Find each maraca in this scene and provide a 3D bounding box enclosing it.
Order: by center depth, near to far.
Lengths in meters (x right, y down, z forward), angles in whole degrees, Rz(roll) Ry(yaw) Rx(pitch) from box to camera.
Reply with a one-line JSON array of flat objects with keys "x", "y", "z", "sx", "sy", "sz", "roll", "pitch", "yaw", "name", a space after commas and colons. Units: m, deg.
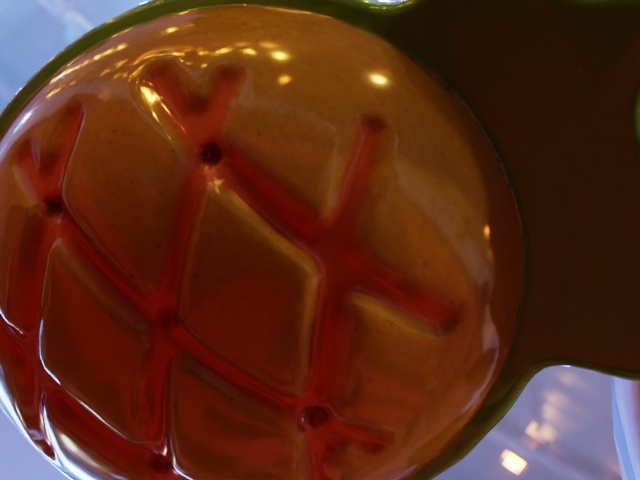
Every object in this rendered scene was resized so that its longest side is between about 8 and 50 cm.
[{"x": 0.000, "y": 0.000, "z": 0.403, "sx": 0.186, "sy": 0.099, "sz": 0.127, "roll": -19, "pitch": -80, "yaw": 21, "name": "maraca"}]

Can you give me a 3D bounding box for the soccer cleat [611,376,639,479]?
[{"x": 0.162, "y": 0.148, "z": 0.630, "sx": 0.116, "sy": 0.331, "sz": 0.143, "roll": -10, "pitch": -6, "yaw": 5, "name": "soccer cleat"}]
